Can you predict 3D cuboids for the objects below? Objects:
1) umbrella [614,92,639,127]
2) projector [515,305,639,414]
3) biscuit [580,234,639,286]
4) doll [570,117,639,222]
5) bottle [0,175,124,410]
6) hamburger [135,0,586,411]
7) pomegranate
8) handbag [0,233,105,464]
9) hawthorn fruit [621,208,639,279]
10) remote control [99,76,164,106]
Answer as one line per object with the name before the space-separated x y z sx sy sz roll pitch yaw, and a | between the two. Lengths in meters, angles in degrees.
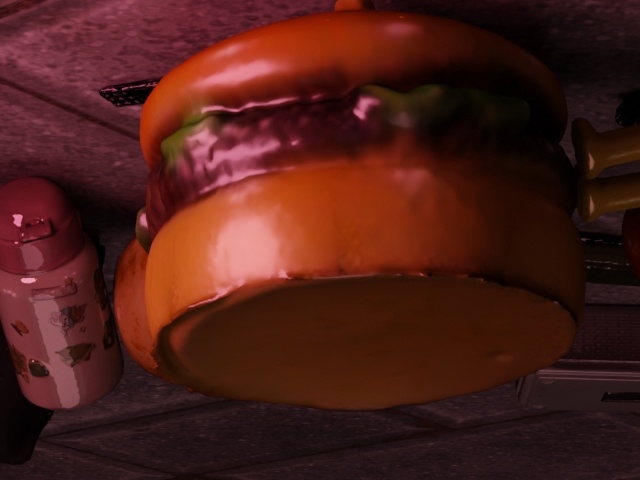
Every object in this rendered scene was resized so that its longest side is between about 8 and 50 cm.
umbrella | 0.319 -0.103 1.844 0.036 0.031 0.133 -11 158 35
projector | 0.376 0.154 2.476 0.257 0.099 0.192 1 162 1
biscuit | 0.274 0.022 2.198 0.322 0.038 0.099 5 163 -13
doll | 0.401 -0.091 1.718 0.363 0.145 0.199 -10 138 0
bottle | -0.282 0.048 2.060 0.120 0.120 0.253 -2 126 9
hamburger | 0.043 -0.037 1.677 0.396 0.277 0.396 -3 159 -1
pomegranate | -0.111 0.066 2.088 0.215 0.215 0.215 1 161 0
handbag | -0.404 0.085 2.164 0.342 0.152 0.288 18 116 -40
hawthorn fruit | 0.363 0.004 2.022 0.125 0.140 0.125 28 -179 0
remote control | -0.153 -0.137 1.797 0.096 0.014 0.039 -6 159 24
